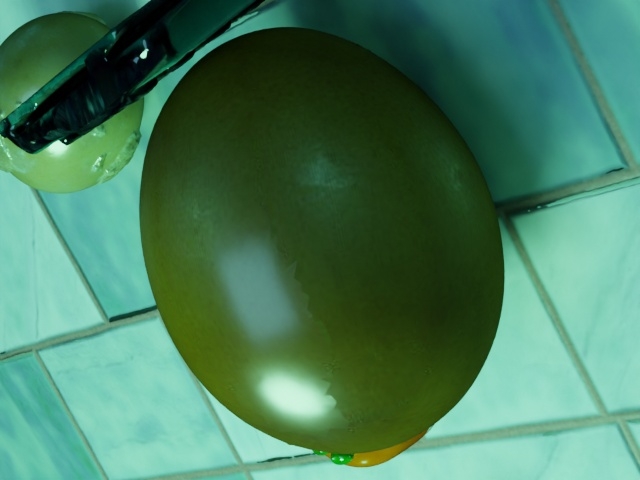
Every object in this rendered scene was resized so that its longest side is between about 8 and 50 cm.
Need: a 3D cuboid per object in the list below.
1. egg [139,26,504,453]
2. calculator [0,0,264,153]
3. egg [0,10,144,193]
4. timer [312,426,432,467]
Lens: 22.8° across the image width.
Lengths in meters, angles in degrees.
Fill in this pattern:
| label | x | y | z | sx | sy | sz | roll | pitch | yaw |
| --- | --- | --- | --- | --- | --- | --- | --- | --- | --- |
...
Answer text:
| label | x | y | z | sx | sy | sz | roll | pitch | yaw |
| --- | --- | --- | --- | --- | --- | --- | --- | --- | --- |
| egg | 0.000 | 0.000 | 1.277 | 0.282 | 0.282 | 0.351 | -20 | 90 | 51 |
| calculator | -0.133 | -0.169 | 1.326 | 0.058 | 0.248 | 0.274 | 54 | 142 | -9 |
| egg | -0.251 | -0.133 | 1.550 | 0.164 | 0.164 | 0.201 | 41 | 143 | 19 |
| timer | 0.039 | 0.167 | 1.487 | 0.099 | 0.136 | 0.136 | 53 | 142 | -5 |
